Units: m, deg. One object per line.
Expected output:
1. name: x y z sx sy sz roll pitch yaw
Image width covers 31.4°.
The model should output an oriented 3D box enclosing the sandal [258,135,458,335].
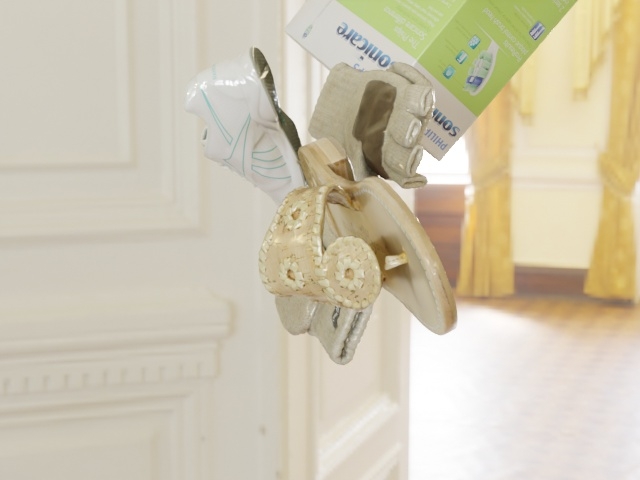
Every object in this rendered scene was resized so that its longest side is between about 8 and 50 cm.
1. sandal: 0.002 0.006 0.637 0.079 0.088 0.240 -23 22 -5

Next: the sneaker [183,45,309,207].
1. sneaker: -0.047 -0.068 0.783 0.061 0.152 0.054 -17 47 8

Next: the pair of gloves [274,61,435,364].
1. pair of gloves: 0.026 -0.031 0.941 0.042 0.240 0.204 16 3 -24

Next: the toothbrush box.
1. toothbrush box: 0.129 -0.258 1.162 0.122 0.283 0.206 35 7 -42
